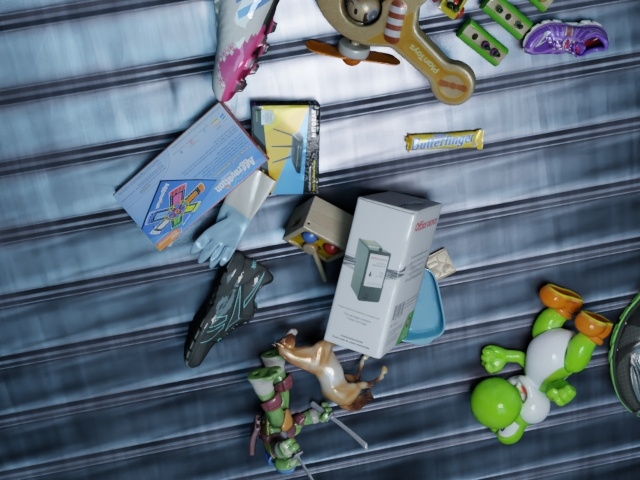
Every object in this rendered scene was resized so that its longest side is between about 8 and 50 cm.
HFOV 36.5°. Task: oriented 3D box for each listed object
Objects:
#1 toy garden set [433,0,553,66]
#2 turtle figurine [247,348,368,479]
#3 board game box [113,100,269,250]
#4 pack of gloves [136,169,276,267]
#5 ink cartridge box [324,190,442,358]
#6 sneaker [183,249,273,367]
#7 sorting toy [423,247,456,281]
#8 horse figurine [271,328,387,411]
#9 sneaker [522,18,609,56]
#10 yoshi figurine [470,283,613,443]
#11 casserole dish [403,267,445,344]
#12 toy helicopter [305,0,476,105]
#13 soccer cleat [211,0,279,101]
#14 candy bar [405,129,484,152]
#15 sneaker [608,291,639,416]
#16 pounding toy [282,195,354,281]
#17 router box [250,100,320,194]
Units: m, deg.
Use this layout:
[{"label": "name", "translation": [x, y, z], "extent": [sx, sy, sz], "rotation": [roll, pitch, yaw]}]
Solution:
[{"label": "toy garden set", "translation": [0.342, -0.468, 1.799], "extent": [0.204, 0.049, 0.244], "rotation": [31, 108, -29]}, {"label": "turtle figurine", "translation": [-0.036, 0.367, 2.016], "extent": [0.198, 0.275, 0.266], "rotation": [-28, 112, -34]}, {"label": "board game box", "translation": [-0.248, -0.121, 1.855], "extent": [0.281, 0.027, 0.145], "rotation": [-39, 92, 12]}, {"label": "pack of gloves", "translation": [-0.222, -0.075, 1.902], "extent": [0.195, 0.046, 0.232], "rotation": [33, 105, 2]}, {"label": "ink cartridge box", "translation": [0.125, 0.057, 1.885], "extent": [0.121, 0.211, 0.289], "rotation": [17, 102, 18]}, {"label": "sneaker", "translation": [-0.191, 0.153, 1.961], "extent": [0.106, 0.101, 0.267], "rotation": [24, 106, -18]}, {"label": "sorting toy", "translation": [0.235, 0.058, 2.032], "extent": [0.083, 0.012, 0.062], "rotation": [-27, 109, 3]}, {"label": "horse figurine", "translation": [0.035, 0.263, 2.018], "extent": [0.174, 0.066, 0.263], "rotation": [-41, 112, -28]}, {"label": "sneaker", "translation": [0.473, -0.383, 1.859], "extent": [0.170, 0.071, 0.068], "rotation": [-8, 133, -4]}, {"label": "yoshi figurine", "translation": [0.444, 0.279, 2.061], "extent": [0.203, 0.203, 0.362], "rotation": [28, 107, 0]}, {"label": "casserole dish", "translation": [0.197, 0.130, 2.031], "extent": [0.114, 0.037, 0.188], "rotation": [-9, 111, 11]}, {"label": "toy helicopter", "translation": [0.134, -0.371, 1.782], "extent": [0.355, 0.140, 0.235], "rotation": [42, 123, -8]}, {"label": "soccer cleat", "translation": [-0.144, -0.420, 1.758], "extent": [0.143, 0.116, 0.331], "rotation": [27, 103, 0]}, {"label": "candy bar", "translation": [0.247, -0.198, 1.934], "extent": [0.161, 0.018, 0.040], "rotation": [-4, 111, -7]}, {"label": "sneaker", "translation": [0.770, 0.171, 2.047], "extent": [0.185, 0.202, 0.483], "rotation": [17, 107, -13]}, {"label": "pounding toy", "translation": [0.000, 0.000, 1.917], "extent": [0.130, 0.141, 0.100], "rotation": [28, 67, -16]}, {"label": "router box", "translation": [-0.069, -0.179, 1.880], "extent": [0.133, 0.046, 0.179], "rotation": [-2, 111, -7]}]
